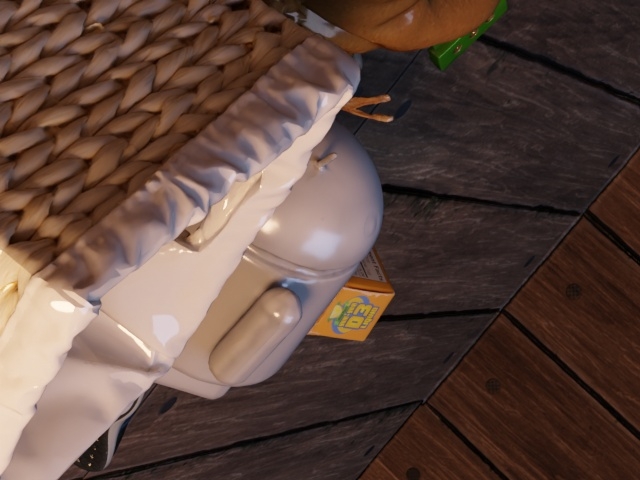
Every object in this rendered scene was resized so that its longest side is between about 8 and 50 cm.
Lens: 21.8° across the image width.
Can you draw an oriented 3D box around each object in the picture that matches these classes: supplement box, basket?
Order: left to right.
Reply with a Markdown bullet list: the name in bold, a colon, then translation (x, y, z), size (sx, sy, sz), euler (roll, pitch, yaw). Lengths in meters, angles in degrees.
- **basket**: translation (-0.204, -0.015, 1.014), size (0.331, 0.266, 0.328), euler (-44, 171, -49)
- **supplement box**: translation (0.000, 0.000, 1.783), size (0.080, 0.233, 0.078), euler (13, 127, -29)

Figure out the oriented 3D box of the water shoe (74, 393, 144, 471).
- **water shoe**: translation (-0.244, 0.178, 1.911), size (0.203, 0.073, 0.080), euler (-61, -176, 37)

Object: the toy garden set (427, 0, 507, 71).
- **toy garden set**: translation (0.177, -0.313, 1.825), size (0.204, 0.049, 0.244), euler (-44, 162, -4)

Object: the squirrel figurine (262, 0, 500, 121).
- **squirrel figurine**: translation (-0.033, -0.206, 1.285), size (0.397, 0.281, 0.370), euler (-19, 159, -52)

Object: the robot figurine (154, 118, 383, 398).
- **robot figurine**: translation (-0.070, 0.004, 1.630), size (0.199, 0.300, 0.353), euler (17, 128, -26)

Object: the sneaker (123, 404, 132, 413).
- **sneaker**: translation (-0.230, 0.066, 1.563), size (0.121, 0.079, 0.217), euler (-6, 103, -49)
